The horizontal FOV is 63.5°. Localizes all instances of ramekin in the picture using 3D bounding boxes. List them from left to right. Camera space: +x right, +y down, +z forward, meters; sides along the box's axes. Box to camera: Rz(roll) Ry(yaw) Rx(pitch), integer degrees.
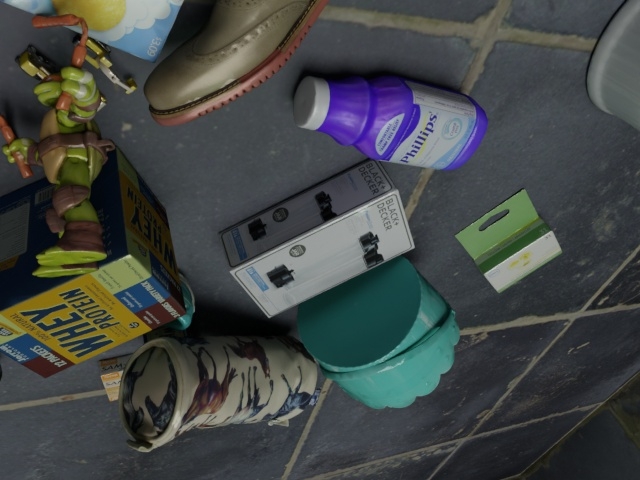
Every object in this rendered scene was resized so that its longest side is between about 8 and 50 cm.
[{"bbox_3d":[0.587,-0.290,0.815,0.278,0.135,0.277,-14,138,-13],"label":"ramekin"}]

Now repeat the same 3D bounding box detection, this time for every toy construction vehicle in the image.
[{"bbox_3d":[-0.269,-0.184,0.576,0.086,0.035,0.098,-32,139,9],"label":"toy construction vehicle"}]

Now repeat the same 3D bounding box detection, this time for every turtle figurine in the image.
[{"bbox_3d":[-0.259,-0.076,0.522,0.087,0.217,0.270,1,166,-45],"label":"turtle figurine"}]

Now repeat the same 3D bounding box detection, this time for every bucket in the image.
[{"bbox_3d":[0.102,0.158,0.965,0.281,0.281,0.183,-32,136,9],"label":"bucket"}]

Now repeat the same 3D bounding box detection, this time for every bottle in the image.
[{"bbox_3d":[0.101,-0.171,0.732,0.283,0.092,0.118,4,133,-30],"label":"bottle"}]

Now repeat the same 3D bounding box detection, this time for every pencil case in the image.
[{"bbox_3d":[-0.165,0.262,0.929,0.160,0.183,0.410,-13,164,29],"label":"pencil case"}]

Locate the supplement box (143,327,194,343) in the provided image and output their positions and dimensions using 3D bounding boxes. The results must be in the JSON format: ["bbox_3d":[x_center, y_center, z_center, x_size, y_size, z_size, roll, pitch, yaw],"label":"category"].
[{"bbox_3d":[-0.279,0.207,0.976,0.084,0.056,0.083,-18,140,-9],"label":"supplement box"}]

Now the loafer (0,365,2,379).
[{"bbox_3d":[-0.525,0.154,0.781,0.079,0.076,0.223,-5,133,-11],"label":"loafer"}]

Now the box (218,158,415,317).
[{"bbox_3d":[0.000,0.000,0.870,0.290,0.087,0.169,-26,140,0],"label":"box"}]

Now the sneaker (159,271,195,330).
[{"bbox_3d":[-0.333,0.104,0.798,0.276,0.109,0.107,-3,135,-23],"label":"sneaker"}]

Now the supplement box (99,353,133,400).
[{"bbox_3d":[-0.387,0.267,1.002,0.062,0.036,0.098,-11,138,-17],"label":"supplement box"}]

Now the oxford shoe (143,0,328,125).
[{"bbox_3d":[-0.063,-0.263,0.516,0.348,0.123,0.130,-46,135,-4],"label":"oxford shoe"}]

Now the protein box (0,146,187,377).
[{"bbox_3d":[-0.304,0.024,0.655,0.200,0.201,0.135,-24,140,-1],"label":"protein box"}]

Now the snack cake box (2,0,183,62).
[{"bbox_3d":[-0.168,-0.312,0.448,0.152,0.089,0.264,14,127,-36],"label":"snack cake box"}]

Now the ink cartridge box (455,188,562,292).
[{"bbox_3d":[0.411,0.010,1.114,0.171,0.056,0.235,-36,141,14],"label":"ink cartridge box"}]
